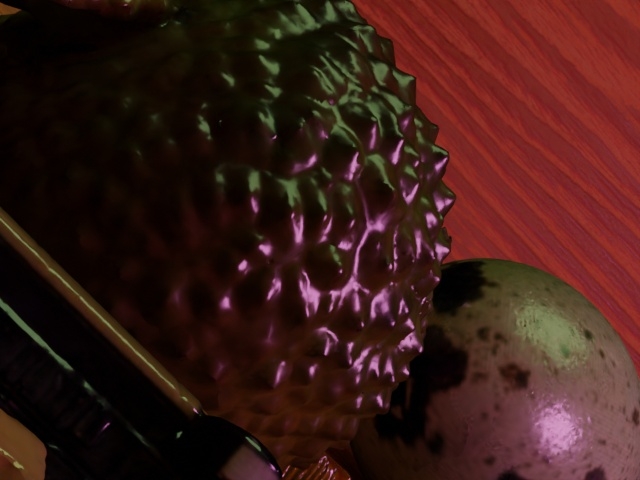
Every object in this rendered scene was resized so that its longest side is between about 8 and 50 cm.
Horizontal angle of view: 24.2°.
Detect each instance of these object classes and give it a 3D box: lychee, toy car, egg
[{"bbox_3d":[-0.075,-0.021,0.726,0.270,0.270,0.320,-113,180,-81],"label":"lychee"},{"bbox_3d":[-0.122,0.055,0.552,0.257,0.101,0.124,47,-15,-16],"label":"toy car"},{"bbox_3d":[0.176,0.176,1.477,0.287,0.287,0.379,50,-3,33],"label":"egg"}]

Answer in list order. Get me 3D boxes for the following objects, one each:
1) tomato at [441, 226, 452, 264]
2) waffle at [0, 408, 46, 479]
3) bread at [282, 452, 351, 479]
[{"bbox_3d":[0.000,0.000,1.646,0.303,0.239,0.303,44,1,-1],"label":"tomato"},{"bbox_3d":[-0.184,0.030,0.277,0.304,0.077,0.348,46,4,-19],"label":"waffle"},{"bbox_3d":[-0.023,0.162,1.058,0.085,0.053,0.085,41,-7,6],"label":"bread"}]
